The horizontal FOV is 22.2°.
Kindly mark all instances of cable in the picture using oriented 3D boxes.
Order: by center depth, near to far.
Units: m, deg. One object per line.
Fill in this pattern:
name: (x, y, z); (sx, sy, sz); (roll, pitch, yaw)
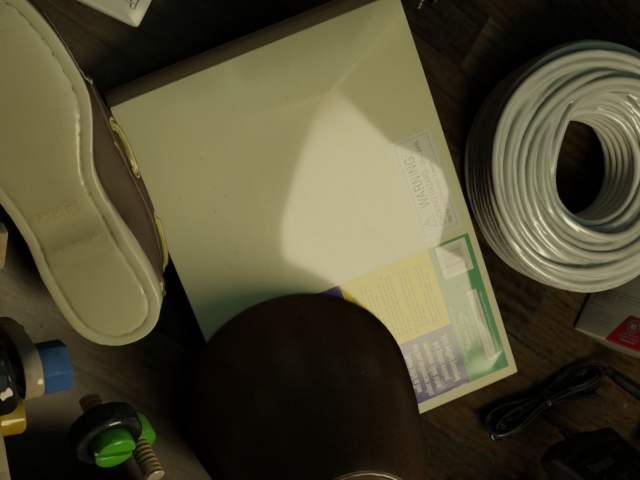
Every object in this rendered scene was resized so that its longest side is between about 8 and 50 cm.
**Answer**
cable: (0.269, -0.077, 1.663); (0.257, 0.089, 0.257); (-45, 111, -15)

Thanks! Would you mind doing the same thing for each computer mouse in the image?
computer mouse: (0.314, 0.229, 1.703); (0.184, 0.262, 0.060); (-27, 133, -32)

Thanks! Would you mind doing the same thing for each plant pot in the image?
plant pot: (0.004, 0.190, 1.415); (0.215, 0.230, 0.215); (-5, 112, -12)

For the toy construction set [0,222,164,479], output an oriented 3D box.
toy construction set: (-0.329, 0.118, 1.305); (0.309, 0.237, 0.257); (-28, 148, -6)

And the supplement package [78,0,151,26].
supplement package: (-0.158, -0.307, 1.271); (0.139, 0.134, 0.244); (24, 94, -19)

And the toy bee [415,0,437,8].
toy bee: (0.043, -0.331, 1.424); (0.162, 0.195, 0.298); (-2, 116, -8)

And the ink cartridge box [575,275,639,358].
ink cartridge box: (0.358, 0.050, 1.757); (0.063, 0.109, 0.150); (28, 86, -34)

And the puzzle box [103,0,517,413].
puzzle box: (0.000, 0.000, 1.493); (0.272, 0.052, 0.408); (-22, 116, -6)

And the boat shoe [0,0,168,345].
boat shoe: (-0.214, -0.070, 1.359); (0.117, 0.096, 0.324); (-17, 114, 13)
